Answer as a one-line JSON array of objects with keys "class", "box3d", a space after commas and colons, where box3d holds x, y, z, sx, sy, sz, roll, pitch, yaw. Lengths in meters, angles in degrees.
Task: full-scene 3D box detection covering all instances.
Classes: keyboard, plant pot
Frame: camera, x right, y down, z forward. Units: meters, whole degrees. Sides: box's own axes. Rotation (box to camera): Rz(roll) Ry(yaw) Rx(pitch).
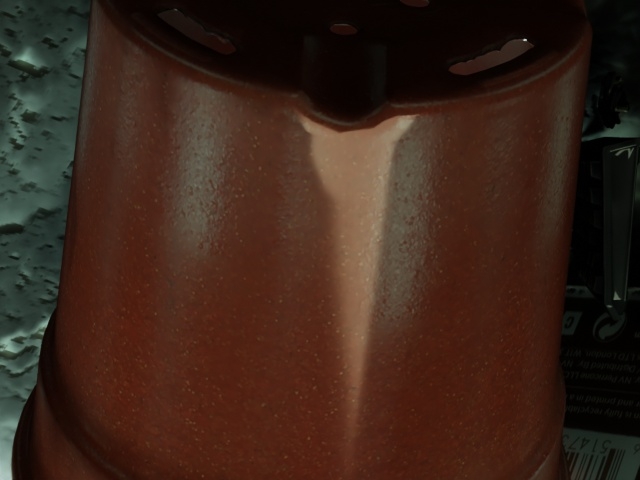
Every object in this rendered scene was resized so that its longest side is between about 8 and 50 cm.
[{"class": "keyboard", "box3d": [0.130, -0.025, 0.811, 0.023, 0.180, 0.108, 5, 94, 4]}, {"class": "plant pot", "box3d": [0.000, 0.000, 0.760, 0.272, 0.272, 0.265, 0, 126, -10]}]

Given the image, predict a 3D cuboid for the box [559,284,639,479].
[{"class": "box", "box3d": [0.186, 0.144, 0.939, 0.168, 0.167, 0.203, 1, 151, 46]}]
